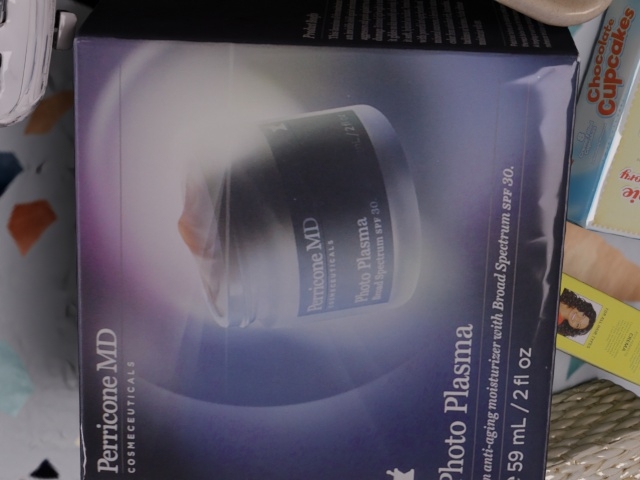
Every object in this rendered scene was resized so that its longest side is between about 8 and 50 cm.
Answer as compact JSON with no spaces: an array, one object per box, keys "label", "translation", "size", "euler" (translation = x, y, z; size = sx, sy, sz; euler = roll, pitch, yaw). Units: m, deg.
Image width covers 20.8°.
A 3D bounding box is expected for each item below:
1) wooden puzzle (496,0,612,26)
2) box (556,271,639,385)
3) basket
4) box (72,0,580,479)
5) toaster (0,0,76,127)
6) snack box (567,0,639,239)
[{"label":"wooden puzzle","translation":[-0.007,-0.281,1.027],"size":[0.348,0.322,0.080],"euler":[14,138,-32]},{"label":"box","translation":[0.189,0.056,1.368],"size":[0.232,0.087,0.058],"euler":[24,92,-34]},{"label":"basket","translation":[0.203,0.193,1.410],"size":[0.167,0.113,0.103],"euler":[-18,114,-25]},{"label":"box","translation":[0.000,0.000,1.100],"size":[0.294,0.182,0.296],"euler":[2,109,2]},{"label":"toaster","translation":[-0.257,-0.132,0.985],"size":[0.227,0.146,0.129],"euler":[0,107,-31]},{"label":"snack box","translation":[0.344,-0.080,1.426],"size":[0.322,0.060,0.187],"euler":[10,102,-34]}]
